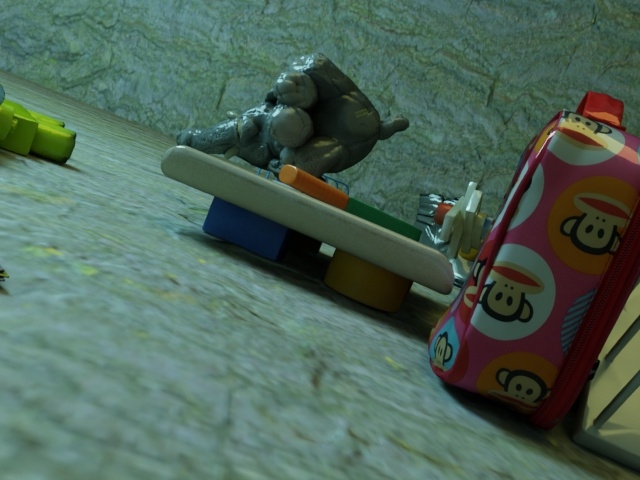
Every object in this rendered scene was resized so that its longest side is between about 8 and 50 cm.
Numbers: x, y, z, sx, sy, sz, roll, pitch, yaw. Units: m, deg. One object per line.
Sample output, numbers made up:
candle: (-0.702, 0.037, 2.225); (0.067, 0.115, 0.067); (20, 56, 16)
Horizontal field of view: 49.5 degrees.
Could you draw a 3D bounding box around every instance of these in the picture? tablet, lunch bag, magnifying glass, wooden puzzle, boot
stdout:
tablet: (-0.025, -0.060, 0.884); (0.054, 0.006, 0.083); (24, 2, 18)
lunch bag: (0.193, 0.002, 0.593); (0.120, 0.258, 0.293); (23, 6, 11)
magnifying glass: (0.039, -0.040, 0.823); (0.230, 0.026, 0.092); (20, 3, -45)
wooden puzzle: (0.000, 0.000, 0.836); (0.321, 0.081, 0.348); (24, 1, 9)
boot: (0.277, 0.002, 1.373); (0.246, 0.161, 0.083); (26, 7, 31)

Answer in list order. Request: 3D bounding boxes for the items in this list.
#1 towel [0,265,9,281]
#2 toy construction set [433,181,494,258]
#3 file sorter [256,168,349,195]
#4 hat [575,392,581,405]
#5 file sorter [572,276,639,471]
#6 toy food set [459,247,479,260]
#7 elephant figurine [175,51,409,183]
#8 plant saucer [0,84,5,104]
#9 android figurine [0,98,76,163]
towel: (-0.204, 0.003, 0.344); (0.083, 0.010, 0.060); (17, 8, -42)
toy construction set: (0.301, 0.032, 0.919); (0.327, 0.151, 0.215); (29, 43, 8)
file sorter: (-0.042, -0.089, 1.309); (0.118, 0.105, 0.170); (19, 6, -34)
hat: (0.392, 0.144, 0.670); (0.331, 0.134, 0.331); (22, 5, -2)
file sorter: (0.339, 0.041, 0.524); (0.192, 0.173, 0.278); (24, 47, 10)
toy food set: (0.328, 0.079, 1.109); (0.232, 0.111, 0.104); (22, 6, 24)
elephant figurine: (-0.047, -0.143, 0.925); (0.186, 0.169, 0.239); (48, -27, -17)
plant saucer: (-0.407, -0.167, 0.663); (0.194, 0.038, 0.195); (13, 28, -7)
android figurine: (-0.432, -0.165, 0.812); (0.272, 0.056, 0.248); (21, 6, -32)
